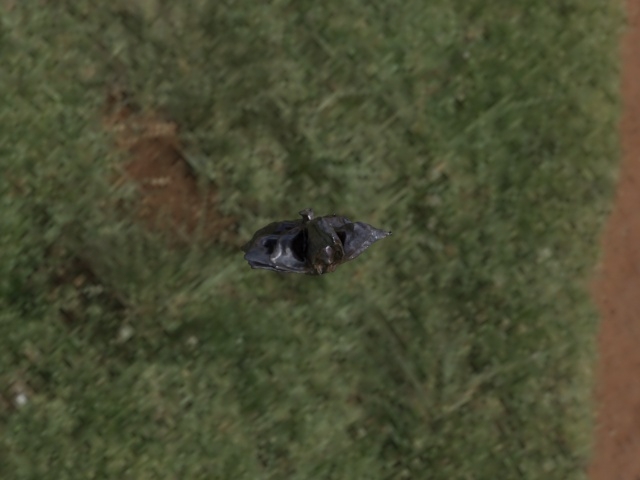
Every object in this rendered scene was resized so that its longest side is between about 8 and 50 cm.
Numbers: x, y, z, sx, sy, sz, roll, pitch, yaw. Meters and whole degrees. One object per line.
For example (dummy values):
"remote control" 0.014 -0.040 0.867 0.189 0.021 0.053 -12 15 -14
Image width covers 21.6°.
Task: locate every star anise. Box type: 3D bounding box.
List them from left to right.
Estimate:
"star anise" -0.002 0.001 1.369 0.124 0.129 0.056 -10 93 -9
